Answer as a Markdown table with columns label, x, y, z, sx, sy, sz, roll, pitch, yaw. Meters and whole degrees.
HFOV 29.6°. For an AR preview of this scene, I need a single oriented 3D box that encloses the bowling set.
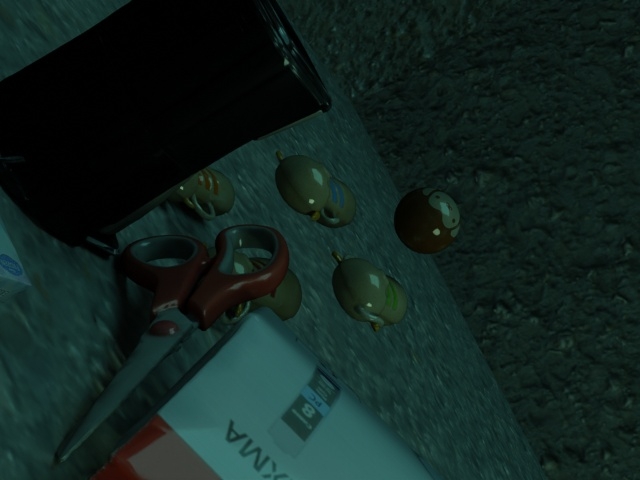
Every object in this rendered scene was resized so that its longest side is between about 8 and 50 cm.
| label | x | y | z | sx | sy | sz | roll | pitch | yaw |
| --- | --- | --- | --- | --- | --- | --- | --- | --- | --- |
| bowling set | 0.000 | 0.000 | 0.941 | 0.287 | 0.200 | 0.154 | 57 | 9 | 16 |

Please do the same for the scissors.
| label | x | y | z | sx | sy | sz | roll | pitch | yaw |
| --- | --- | --- | --- | --- | --- | --- | --- | --- | --- |
| scissors | -0.072 | 0.044 | 0.678 | 0.297 | 0.109 | 0.021 | -94 | -177 | -72 |

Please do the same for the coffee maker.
| label | x | y | z | sx | sy | sz | roll | pitch | yaw |
| --- | --- | --- | --- | --- | --- | --- | --- | --- | --- |
| coffee maker | -0.096 | -0.082 | 0.706 | 0.120 | 0.178 | 0.171 | 58 | 9 | 1 |

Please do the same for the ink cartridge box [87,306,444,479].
| label | x | y | z | sx | sy | sz | roll | pitch | yaw |
| --- | --- | --- | --- | --- | --- | --- | --- | --- | --- |
| ink cartridge box | 0.048 | 0.167 | 0.545 | 0.308 | 0.091 | 0.385 | 45 | -3 | 1 |

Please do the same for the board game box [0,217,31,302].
| label | x | y | z | sx | sy | sz | roll | pitch | yaw |
| --- | --- | --- | --- | --- | --- | --- | --- | --- | --- |
| board game box | -0.178 | -0.019 | 0.555 | 0.090 | 0.020 | 0.090 | 61 | 9 | 18 |
